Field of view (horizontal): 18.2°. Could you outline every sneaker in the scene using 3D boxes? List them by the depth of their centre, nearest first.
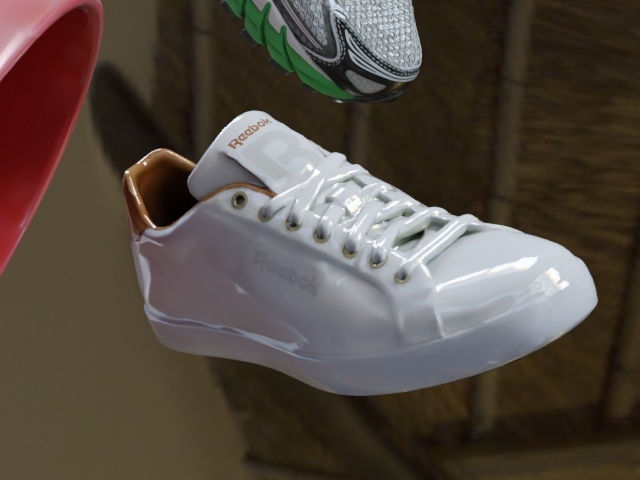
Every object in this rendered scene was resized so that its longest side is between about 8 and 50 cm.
[{"bbox_3d":[0.000,0.000,0.996,0.290,0.106,0.123,2,-61,42],"label":"sneaker"},{"bbox_3d":[-0.003,-0.246,1.199,0.146,0.134,0.343,-10,-76,30],"label":"sneaker"}]

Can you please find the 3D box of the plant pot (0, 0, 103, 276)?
[{"bbox_3d":[-0.277,-0.059,0.985,0.243,0.275,0.275,29,-67,2],"label":"plant pot"}]
